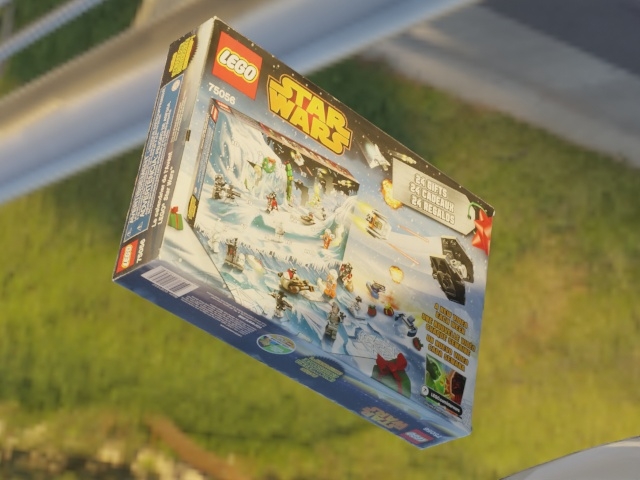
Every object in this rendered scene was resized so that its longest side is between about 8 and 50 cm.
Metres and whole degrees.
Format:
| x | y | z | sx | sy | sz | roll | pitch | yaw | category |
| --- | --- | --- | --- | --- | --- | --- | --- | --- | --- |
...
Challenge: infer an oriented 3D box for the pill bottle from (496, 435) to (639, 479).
| x | y | z | sx | sy | sz | roll | pitch | yaw | category |
| --- | --- | --- | --- | --- | --- | --- | --- | --- | --- |
| 0.106 | 0.207 | 0.340 | 0.176 | 0.318 | 0.176 | -21 | -169 | 4 | pill bottle |

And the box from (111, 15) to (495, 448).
| x | y | z | sx | sy | sz | roll | pitch | yaw | category |
| --- | --- | --- | --- | --- | --- | --- | --- | --- | --- |
| 0.000 | 0.000 | 0.543 | 0.137 | 0.094 | 0.027 | 32 | 143 | -31 | box |
